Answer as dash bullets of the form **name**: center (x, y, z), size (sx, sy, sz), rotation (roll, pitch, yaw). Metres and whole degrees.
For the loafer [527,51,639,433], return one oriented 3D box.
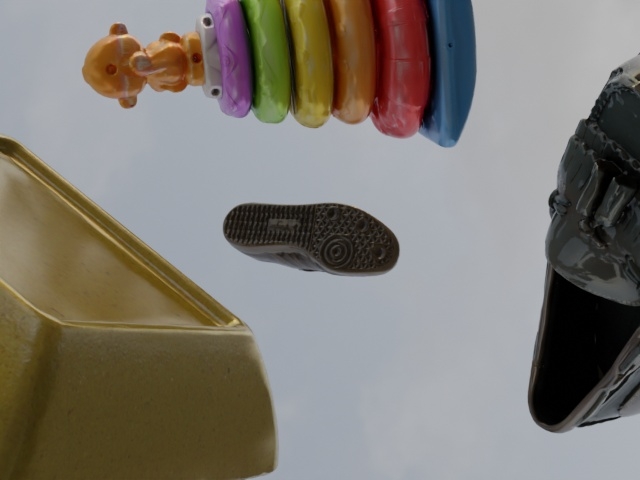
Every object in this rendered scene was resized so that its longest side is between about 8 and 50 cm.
- **loafer**: center (0.150, 0.018, 0.739), size (0.084, 0.096, 0.267), rotation (-27, -35, -14)

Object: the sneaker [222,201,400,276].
- **sneaker**: center (0.000, 0.000, 1.426), size (0.071, 0.188, 0.066), rotation (36, -110, -60)

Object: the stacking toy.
- **stacking toy**: center (-0.040, -0.151, 1.187), size (0.302, 0.166, 0.175), rotation (-8, -74, -9)

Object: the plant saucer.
- **plant saucer**: center (-0.190, 0.016, 0.869), size (0.081, 0.333, 0.333), rotation (-56, -21, 9)
